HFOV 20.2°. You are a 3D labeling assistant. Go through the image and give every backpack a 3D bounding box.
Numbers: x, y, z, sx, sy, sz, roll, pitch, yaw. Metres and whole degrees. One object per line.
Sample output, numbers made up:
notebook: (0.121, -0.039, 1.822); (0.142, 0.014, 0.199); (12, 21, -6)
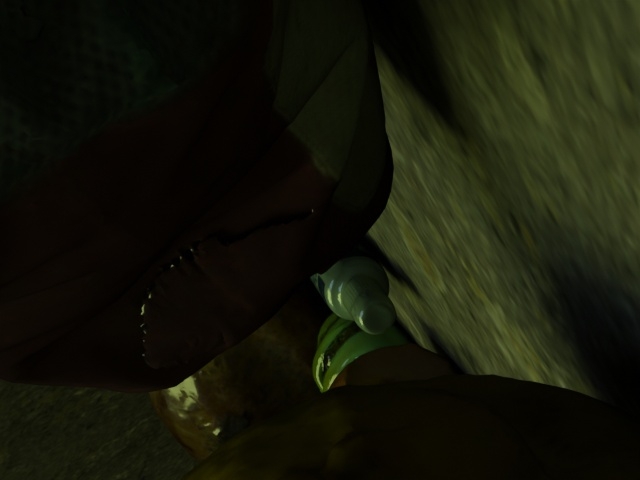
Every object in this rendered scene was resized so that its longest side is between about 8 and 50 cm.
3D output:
backpack: (-0.127, -0.111, 0.503); (0.317, 0.197, 0.283); (54, 177, 11)

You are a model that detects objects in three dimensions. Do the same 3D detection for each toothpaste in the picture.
toothpaste: (0.000, 0.000, 1.036); (0.062, 0.037, 0.216); (56, 179, -27)

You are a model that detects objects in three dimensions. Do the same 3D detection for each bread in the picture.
bread: (0.046, 0.109, 1.162); (0.139, 0.071, 0.130); (57, 179, -30)

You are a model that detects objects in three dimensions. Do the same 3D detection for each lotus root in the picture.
lotus root: (-0.062, 0.106, 1.535); (0.193, 0.193, 0.291); (50, 174, 39)

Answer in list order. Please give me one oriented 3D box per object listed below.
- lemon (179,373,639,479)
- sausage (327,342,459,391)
lemon: (0.044, 0.193, 0.578); (0.297, 0.297, 0.297); (53, 175, 7)
sausage: (0.041, 0.204, 1.093); (0.112, 0.112, 0.328); (49, 151, 40)
